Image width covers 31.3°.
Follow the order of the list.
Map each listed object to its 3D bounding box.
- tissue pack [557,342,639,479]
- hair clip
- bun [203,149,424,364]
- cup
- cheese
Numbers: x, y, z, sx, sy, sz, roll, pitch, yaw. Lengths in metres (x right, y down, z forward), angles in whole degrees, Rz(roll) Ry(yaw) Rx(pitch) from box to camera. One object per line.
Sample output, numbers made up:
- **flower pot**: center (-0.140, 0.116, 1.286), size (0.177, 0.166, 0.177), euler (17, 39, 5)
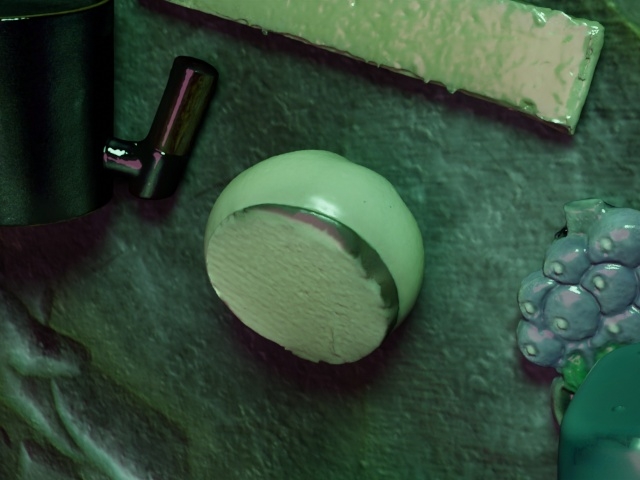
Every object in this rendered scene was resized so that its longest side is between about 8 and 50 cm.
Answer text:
- **tissue pack**: center (0.303, 0.173, 0.710), size (0.287, 0.198, 0.206), euler (-6, 106, 26)
- **hair clip**: center (0.205, 0.061, 0.832), size (0.124, 0.052, 0.195), euler (-8, 108, 26)
- **bun**: center (0.000, 0.000, 0.882), size (0.173, 0.120, 0.173), euler (15, 137, 15)
- **cup**: center (-0.222, -0.110, 0.954), size (0.239, 0.166, 0.177), euler (12, 114, 28)
- **cheese**: center (0.018, -0.180, 0.868), size (0.400, 0.034, 0.085), euler (23, 115, 22)
